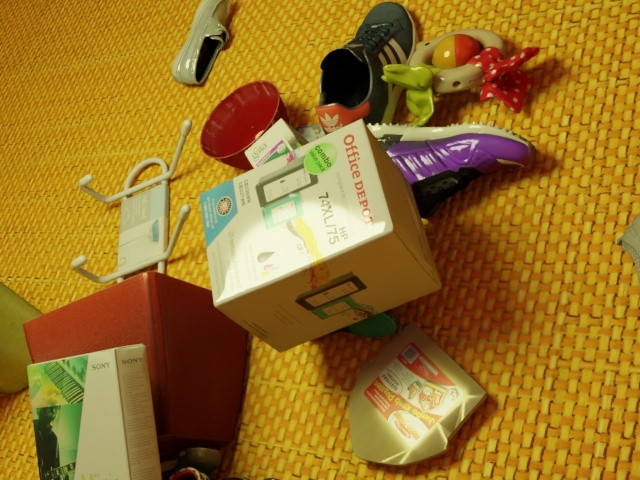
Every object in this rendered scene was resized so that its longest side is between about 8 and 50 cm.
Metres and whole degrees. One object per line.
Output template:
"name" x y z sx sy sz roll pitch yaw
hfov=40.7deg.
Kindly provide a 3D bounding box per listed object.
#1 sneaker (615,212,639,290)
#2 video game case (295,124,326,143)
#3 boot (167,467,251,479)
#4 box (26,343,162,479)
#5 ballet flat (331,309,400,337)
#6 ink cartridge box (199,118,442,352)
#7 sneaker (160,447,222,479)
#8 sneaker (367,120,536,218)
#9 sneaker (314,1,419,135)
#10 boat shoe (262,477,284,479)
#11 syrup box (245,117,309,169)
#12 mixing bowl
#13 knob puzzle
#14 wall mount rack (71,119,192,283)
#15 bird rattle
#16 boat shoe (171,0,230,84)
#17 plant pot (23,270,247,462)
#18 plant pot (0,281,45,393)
"sneaker" 0.462 0.077 1.066 0.115 0.105 0.281 -50 41 41
"video game case" 0.009 -0.159 1.559 0.166 0.015 0.119 -1 63 35
"boot" -0.203 0.428 1.230 0.085 0.178 0.236 33 83 31
"box" -0.311 0.316 1.193 0.232 0.058 0.321 -15 79 41
"ballet flat" 0.045 0.110 1.336 0.203 0.074 0.074 -7 59 38
"ink cartridge box" 0.000 0.000 1.235 0.270 0.197 0.198 -24 56 16
"sneaker" -0.203 0.374 1.313 0.192 0.064 0.086 -37 42 54
"sneaker" 0.190 -0.103 1.352 0.293 0.102 0.146 4 82 30
"sneaker" 0.076 -0.317 1.508 0.131 0.148 0.350 -7 54 31
"boat shoe" -0.006 0.433 1.139 0.127 0.113 0.340 -46 47 2
"syrup box" -0.028 -0.093 1.476 0.093 0.096 0.237 -42 53 10
"mixing bowl" -0.125 -0.199 1.614 0.181 0.098 0.181 -22 45 25
"knob puzzle" 0.121 0.238 1.227 0.213 0.030 0.213 -17 55 25
"wall mount rack" -0.338 -0.064 1.665 0.304 0.130 0.350 -22 53 23
"bird rattle" 0.231 -0.294 1.419 0.254 0.143 0.207 -17 38 23
"boat shoe" -0.239 -0.435 1.868 0.081 0.079 0.227 19 80 31
"plant pot" -0.275 0.224 1.372 0.267 0.267 0.235 -22 65 23
"plant pot" -0.672 0.175 1.667 0.276 0.254 0.276 -17 54 25
